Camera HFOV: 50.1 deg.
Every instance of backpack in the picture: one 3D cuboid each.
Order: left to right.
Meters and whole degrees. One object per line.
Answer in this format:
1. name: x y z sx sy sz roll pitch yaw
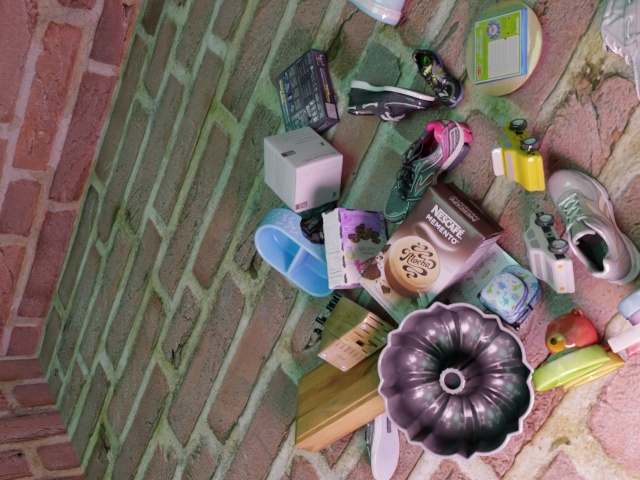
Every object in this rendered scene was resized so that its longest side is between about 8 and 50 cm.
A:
1. backpack: 0.401 0.110 1.428 0.114 0.084 0.105 -51 54 1

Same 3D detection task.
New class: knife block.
1. knife block: 0.084 0.192 1.721 0.276 0.088 0.242 -42 22 39

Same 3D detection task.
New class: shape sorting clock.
1. shape sorting clock: 0.403 -0.424 1.513 0.206 0.040 0.206 2 92 49

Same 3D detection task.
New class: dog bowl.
1. dog bowl: -0.054 0.040 1.863 0.297 0.074 0.166 37 133 7

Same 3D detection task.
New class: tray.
1. tray: 0.076 0.370 1.745 0.411 0.076 0.202 -42 33 38

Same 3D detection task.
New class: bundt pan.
1. bundt pan: 0.295 0.292 1.461 0.331 0.124 0.330 -1 87 24

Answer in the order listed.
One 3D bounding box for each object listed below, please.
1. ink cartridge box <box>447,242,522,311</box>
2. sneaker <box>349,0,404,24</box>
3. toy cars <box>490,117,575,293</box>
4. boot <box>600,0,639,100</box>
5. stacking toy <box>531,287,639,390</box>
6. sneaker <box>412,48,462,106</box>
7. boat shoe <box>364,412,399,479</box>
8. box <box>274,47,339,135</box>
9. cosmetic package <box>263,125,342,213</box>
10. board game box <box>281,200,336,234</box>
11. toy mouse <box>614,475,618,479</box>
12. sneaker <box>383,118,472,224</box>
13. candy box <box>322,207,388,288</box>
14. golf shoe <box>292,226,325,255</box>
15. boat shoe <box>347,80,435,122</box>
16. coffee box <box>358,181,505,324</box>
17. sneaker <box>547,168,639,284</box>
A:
1. ink cartridge box: 0.327 0.043 1.574 0.232 0.066 0.189 43 121 17
2. sneaker: 0.132 -0.722 1.789 0.319 0.127 0.208 45 122 30
3. toy cars: 0.412 -0.073 1.368 0.087 0.176 0.393 -13 73 9
4. boot: 0.588 -0.360 1.272 0.123 0.095 0.258 -2 77 55
5. stacking toy: 0.493 0.147 1.191 0.309 0.280 0.130 -40 60 35
6. sneaker: 0.273 -0.388 1.631 0.067 0.078 0.188 -50 53 35
7. boat shoe: 0.143 0.483 1.716 0.076 0.080 0.228 -11 78 54
8. box: -0.043 -0.416 2.010 0.183 0.059 0.232 -28 67 44
9. cosmetic package: -0.051 -0.198 1.900 0.183 0.151 0.151 45 145 40
10. board game box: -0.057 -0.073 1.963 0.186 0.126 0.026 8 136 49
11. toy mouse: 0.554 0.526 1.272 0.143 0.031 0.160 -36 61 41
12. sneaker: 0.231 -0.168 1.638 0.120 0.112 0.299 54 126 37
13. candy box: 0.095 0.024 1.737 0.070 0.165 0.196 -18 74 48
14. golf shoe: 0.000 0.000 1.904 0.198 0.094 0.077 -42 56 37
15. boat shoe: 0.172 -0.343 1.728 0.303 0.115 0.091 28 108 59
16. coffee box: 0.242 0.035 1.526 0.168 0.119 0.297 46 122 20
17. sneaker: 0.505 -0.037 1.305 0.099 0.121 0.262 -47 54 35
